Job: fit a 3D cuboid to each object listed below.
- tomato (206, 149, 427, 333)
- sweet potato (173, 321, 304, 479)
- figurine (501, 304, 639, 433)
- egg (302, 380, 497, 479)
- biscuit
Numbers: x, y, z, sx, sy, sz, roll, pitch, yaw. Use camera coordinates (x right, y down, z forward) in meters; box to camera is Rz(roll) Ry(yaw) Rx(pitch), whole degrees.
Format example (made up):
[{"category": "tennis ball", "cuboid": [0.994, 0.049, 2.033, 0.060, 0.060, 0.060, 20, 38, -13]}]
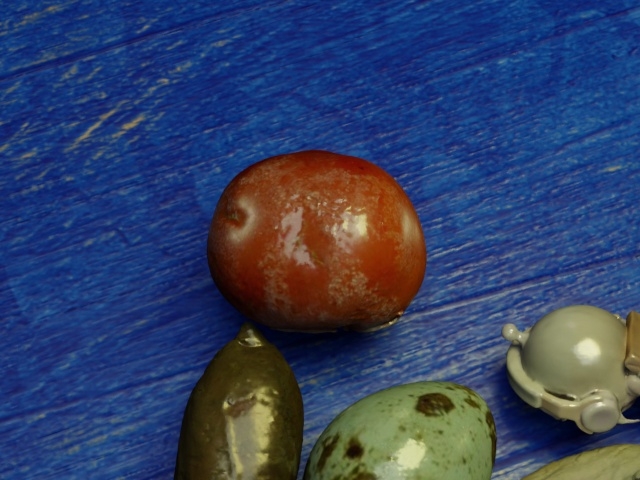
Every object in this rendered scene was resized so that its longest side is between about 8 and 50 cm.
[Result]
[{"category": "tomato", "cuboid": [0.001, 0.000, 1.619, 0.232, 0.232, 0.188, 5, 92, 0]}, {"category": "sweet potato", "cuboid": [-0.100, 0.286, 1.526, 0.131, 0.130, 0.422, 13, 70, 4]}, {"category": "figurine", "cuboid": [0.302, 0.141, 1.620, 0.237, 0.141, 0.162, 9, 34, 5]}, {"category": "egg", "cuboid": [0.083, 0.227, 1.536, 0.169, 0.169, 0.231, 43, 60, 17]}, {"category": "biscuit", "cuboid": [0.236, 0.275, 1.526, 0.265, 0.188, 0.040, -31, 111, -16]}]
